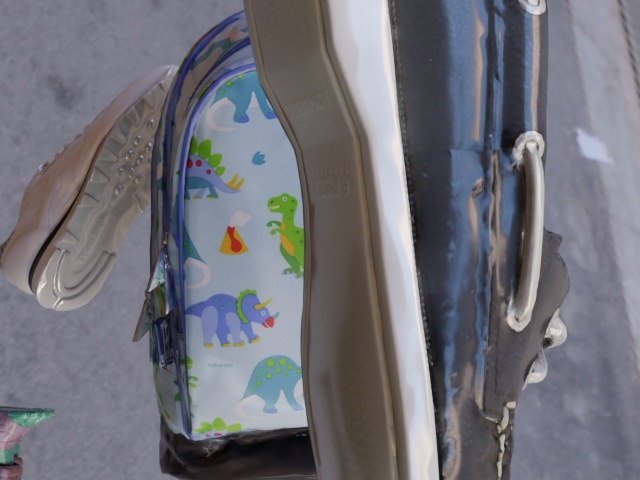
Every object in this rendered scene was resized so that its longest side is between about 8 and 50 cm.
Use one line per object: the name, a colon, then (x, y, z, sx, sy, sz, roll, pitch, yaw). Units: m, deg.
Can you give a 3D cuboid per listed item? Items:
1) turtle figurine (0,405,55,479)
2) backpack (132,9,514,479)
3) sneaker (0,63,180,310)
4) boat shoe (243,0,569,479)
turtle figurine: (-0.257, 0.253, 0.901, 0.118, 0.175, 0.234, 6, 82, -27)
backpack: (0.000, 0.000, 0.831, 0.273, 0.290, 0.355, 79, 9, -85)
sneaker: (-0.196, -0.058, 0.954, 0.235, 0.095, 0.090, -56, 142, -5)
boat shoe: (0.041, 0.003, 0.375, 0.091, 0.114, 0.302, -10, 104, -18)
